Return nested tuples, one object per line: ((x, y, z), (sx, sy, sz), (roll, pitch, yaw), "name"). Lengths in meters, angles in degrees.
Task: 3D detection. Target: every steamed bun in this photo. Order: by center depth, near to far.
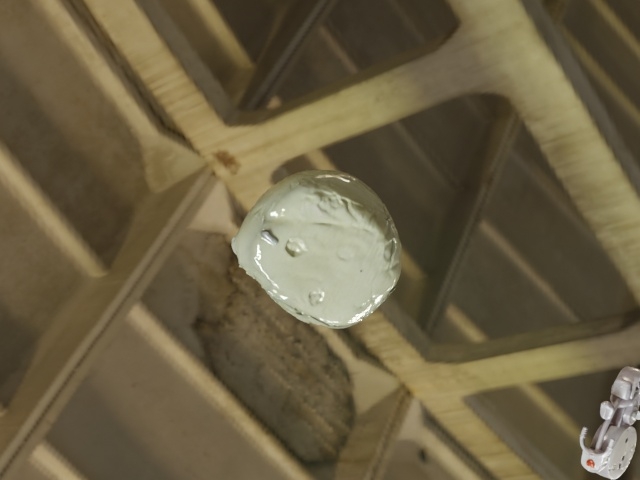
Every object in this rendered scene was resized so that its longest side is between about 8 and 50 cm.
((0.000, 0.000, 0.831), (0.130, 0.112, 0.091), (34, -171, -23), "steamed bun")

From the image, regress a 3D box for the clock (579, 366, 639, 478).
((0.333, 0.206, 1.211), (0.087, 0.041, 0.129), (5, -78, -49), "clock")
